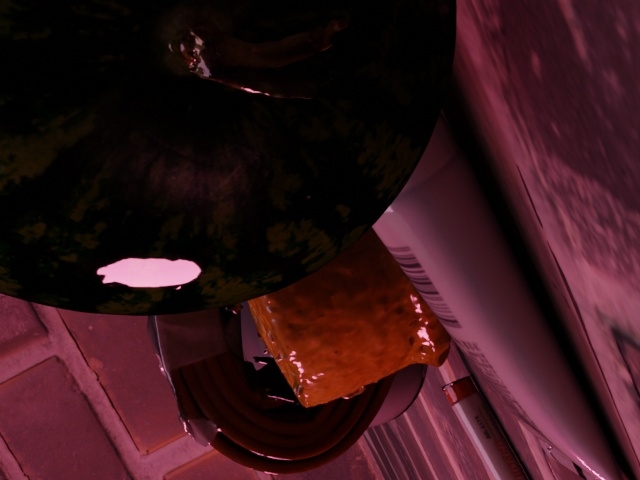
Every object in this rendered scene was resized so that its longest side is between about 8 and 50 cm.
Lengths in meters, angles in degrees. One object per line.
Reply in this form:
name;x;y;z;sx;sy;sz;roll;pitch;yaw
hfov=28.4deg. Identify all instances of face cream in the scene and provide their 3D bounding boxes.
face cream;0.082;0.030;0.636;0.244;0.058;0.092;58;171;-18

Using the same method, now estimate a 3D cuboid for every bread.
bread;0.000;0.000;0.764;0.229;0.143;0.139;61;176;-13

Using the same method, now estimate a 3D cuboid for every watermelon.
watermelon;-0.079;-0.100;0.489;0.269;0.269;0.269;62;175;9

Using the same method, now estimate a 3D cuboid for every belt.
belt;-0.033;0.023;0.876;0.105;0.184;0.261;-143;58;-74

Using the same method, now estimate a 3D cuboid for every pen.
pen;0.153;0.199;0.938;0.218;0.026;0.026;61;175;14

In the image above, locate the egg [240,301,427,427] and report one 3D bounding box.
egg;0.009;0.070;1.032;0.199;0.146;0.146;48;167;38
